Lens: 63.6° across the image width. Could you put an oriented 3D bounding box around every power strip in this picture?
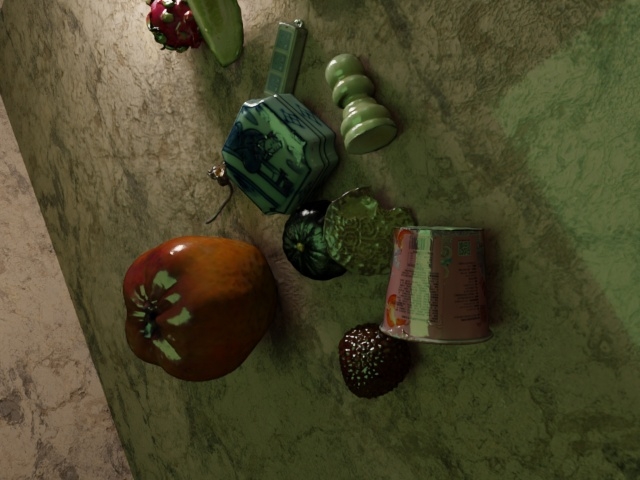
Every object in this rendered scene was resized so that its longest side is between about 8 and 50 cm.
[{"bbox_3d":[-0.104,-0.483,1.456,0.078,0.052,0.272,33,119,33],"label":"power strip"}]

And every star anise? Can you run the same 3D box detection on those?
[{"bbox_3d":[-0.316,-0.148,1.703,0.219,0.148,0.227,-5,127,12],"label":"star anise"}]

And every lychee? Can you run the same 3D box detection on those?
[{"bbox_3d":[0.141,0.298,1.301,0.188,0.188,0.188,10,105,42],"label":"lychee"}]

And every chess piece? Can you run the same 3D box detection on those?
[{"bbox_3d":[0.088,-0.345,1.265,0.133,0.133,0.243,-34,68,42],"label":"chess piece"}]

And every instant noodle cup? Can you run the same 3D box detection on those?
[{"bbox_3d":[0.249,0.086,1.117,0.243,0.243,0.231,3,94,43],"label":"instant noodle cup"}]

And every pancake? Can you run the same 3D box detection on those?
[{"bbox_3d":[0.118,-0.019,1.261,0.235,0.029,0.211,37,94,2],"label":"pancake"}]

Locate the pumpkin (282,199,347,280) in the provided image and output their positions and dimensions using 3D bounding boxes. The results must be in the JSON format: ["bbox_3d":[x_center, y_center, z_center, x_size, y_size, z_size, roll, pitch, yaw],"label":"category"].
[{"bbox_3d":[0.000,0.000,1.378,0.221,0.162,0.220,17,115,42],"label":"pumpkin"}]

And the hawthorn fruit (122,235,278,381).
[{"bbox_3d":[-0.351,0.195,1.564,0.472,0.472,0.471,10,105,42],"label":"hawthorn fruit"}]

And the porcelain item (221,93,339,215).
[{"bbox_3d":[-0.117,-0.231,1.412,0.281,0.157,0.285,45,127,11],"label":"porcelain item"}]

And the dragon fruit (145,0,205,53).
[{"bbox_3d":[-0.460,-0.726,1.671,0.218,0.199,0.272,116,148,-43],"label":"dragon fruit"}]

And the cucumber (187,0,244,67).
[{"bbox_3d":[-0.318,-0.687,1.525,0.105,0.145,0.325,53,167,47],"label":"cucumber"}]
